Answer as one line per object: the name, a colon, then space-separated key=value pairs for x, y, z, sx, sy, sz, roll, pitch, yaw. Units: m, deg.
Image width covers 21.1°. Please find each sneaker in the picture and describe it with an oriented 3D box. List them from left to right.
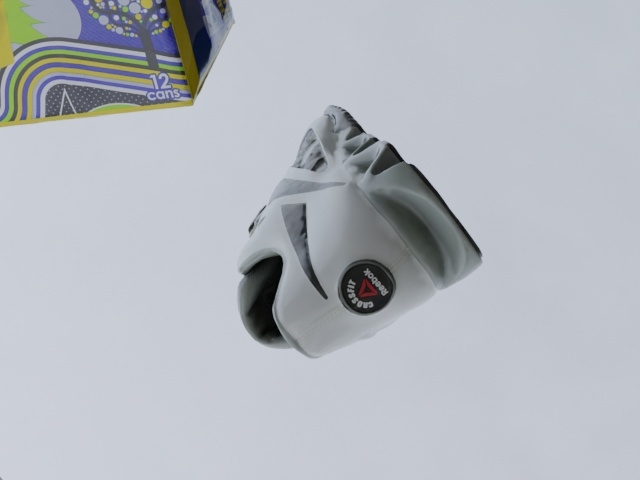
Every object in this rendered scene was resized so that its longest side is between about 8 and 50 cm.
sneaker: x=0.000 y=0.000 z=1.143 sx=0.122 sy=0.146 sz=0.330 roll=50 pitch=-179 yaw=-7

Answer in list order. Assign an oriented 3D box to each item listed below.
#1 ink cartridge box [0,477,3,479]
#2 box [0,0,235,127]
ink cartridge box: x=-0.340 y=0.292 z=1.453 sx=0.232 sy=0.171 sz=0.168 roll=55 pitch=-133 yaw=-13
box: x=-0.114 y=-0.064 z=0.467 sx=0.054 sy=0.169 sz=0.059 roll=-71 pitch=-28 yaw=-57
